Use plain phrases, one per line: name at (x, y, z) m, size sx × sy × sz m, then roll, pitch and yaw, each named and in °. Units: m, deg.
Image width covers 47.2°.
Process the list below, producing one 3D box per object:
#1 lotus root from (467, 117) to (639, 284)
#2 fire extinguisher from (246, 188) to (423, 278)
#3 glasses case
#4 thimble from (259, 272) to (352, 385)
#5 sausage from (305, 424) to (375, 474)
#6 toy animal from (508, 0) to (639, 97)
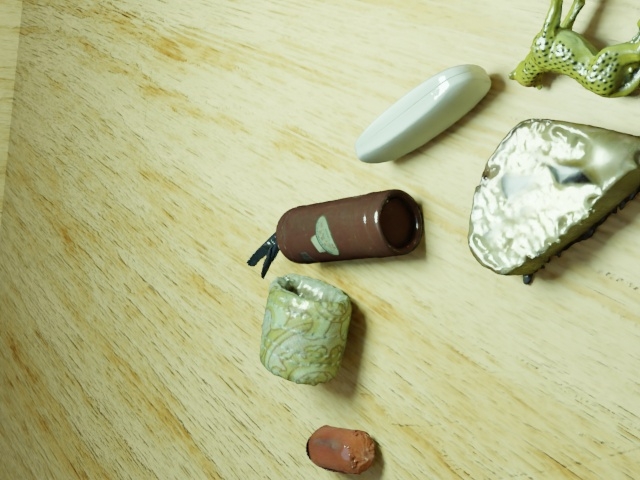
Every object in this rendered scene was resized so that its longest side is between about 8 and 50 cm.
lotus root at (0.282, -0.065, 0.908) m, size 0.260 × 0.075 × 0.170 m, roll -55°, pitch 50°, yaw 34°
fire extinguisher at (0.000, 0.000, 1.195) m, size 0.344 × 0.102 × 0.138 m, roll -8°, pitch 48°, yaw 48°
glasses case at (0.141, -0.176, 1.048) m, size 0.233 × 0.092 × 0.059 m, roll -33°, pitch 69°, yaw 46°
thimble at (-0.033, 0.144, 1.234) m, size 0.190 × 0.138 × 0.143 m, roll 29°, pitch 113°, yaw 57°
sausage at (0.033, 0.348, 1.217) m, size 0.141 × 0.076 × 0.076 m, roll -6°, pitch 88°, yaw 49°
toy animal at (0.321, -0.217, 0.866) m, size 0.181 × 0.073 × 0.136 m, roll 36°, pitch 127°, yaw 29°
